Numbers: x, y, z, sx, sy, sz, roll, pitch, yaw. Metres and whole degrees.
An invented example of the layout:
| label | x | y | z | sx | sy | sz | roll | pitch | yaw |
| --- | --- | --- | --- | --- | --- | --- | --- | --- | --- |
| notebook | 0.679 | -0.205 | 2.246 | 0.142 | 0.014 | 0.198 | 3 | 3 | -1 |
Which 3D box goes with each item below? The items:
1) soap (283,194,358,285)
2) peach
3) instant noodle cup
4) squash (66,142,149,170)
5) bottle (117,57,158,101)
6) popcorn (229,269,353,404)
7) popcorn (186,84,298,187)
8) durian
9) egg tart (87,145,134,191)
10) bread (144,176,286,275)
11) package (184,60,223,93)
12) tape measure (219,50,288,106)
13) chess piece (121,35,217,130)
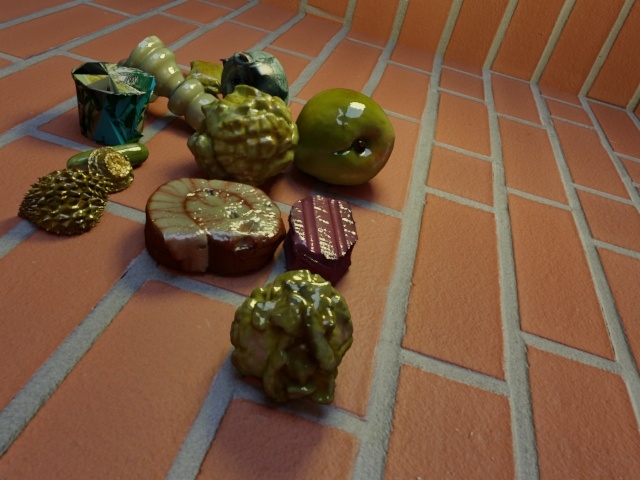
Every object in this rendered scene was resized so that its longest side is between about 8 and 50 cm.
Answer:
| label | x | y | z | sx | sy | sz | roll | pitch | yaw |
| --- | --- | --- | --- | --- | --- | --- | --- | --- | --- |
| soap | 0.000 | 0.000 | 1.425 | 0.182 | 0.112 | 0.289 | 6 | 35 | -13 |
| peach | 0.063 | -0.323 | 1.771 | 0.315 | 0.281 | 0.315 | -1 | 28 | -13 |
| instant noodle cup | -0.616 | -0.403 | 1.702 | 0.241 | 0.178 | 0.240 | 11 | 34 | -7 |
| squash | -0.575 | -0.221 | 1.558 | 0.069 | 0.069 | 0.239 | 38 | 40 | 29 |
| bottle | -0.639 | -0.575 | 2.004 | 0.209 | 0.110 | 0.097 | 43 | 12 | 34 |
| popcorn | -0.047 | 0.174 | 1.080 | 0.260 | 0.212 | 0.259 | 7 | 29 | -4 |
| popcorn | -0.203 | -0.297 | 1.623 | 0.336 | 0.274 | 0.279 | -36 | 14 | -20 |
| durian | -0.590 | -0.095 | 1.340 | 0.183 | 0.165 | 0.132 | 21 | -6 | -34 |
| egg tart | -0.542 | -0.192 | 1.493 | 0.130 | 0.052 | 0.130 | 25 | 53 | -38 |
| bread | -0.256 | -0.043 | 1.386 | 0.328 | 0.114 | 0.295 | -1 | 36 | -21 |
| package | -0.431 | -0.618 | 2.165 | 0.169 | 0.090 | 0.226 | 6 | 37 | -10 |
| tape measure | -0.235 | -0.509 | 1.944 | 0.147 | 0.256 | 0.275 | -19 | 20 | -38 |
| chess piece | -0.458 | -0.480 | 1.846 | 0.330 | 0.182 | 0.182 | 41 | 34 | -7 |
